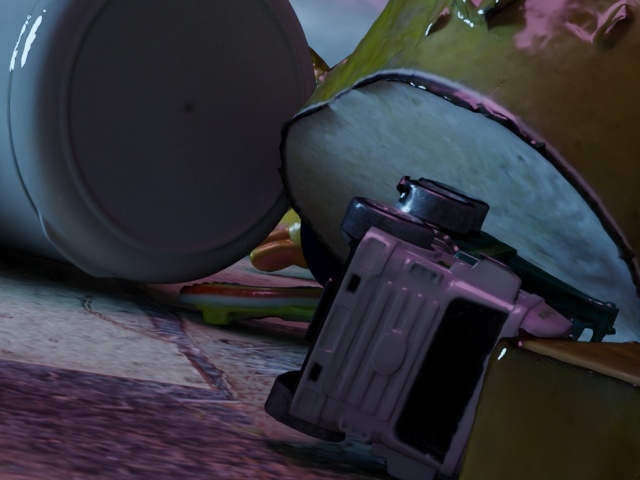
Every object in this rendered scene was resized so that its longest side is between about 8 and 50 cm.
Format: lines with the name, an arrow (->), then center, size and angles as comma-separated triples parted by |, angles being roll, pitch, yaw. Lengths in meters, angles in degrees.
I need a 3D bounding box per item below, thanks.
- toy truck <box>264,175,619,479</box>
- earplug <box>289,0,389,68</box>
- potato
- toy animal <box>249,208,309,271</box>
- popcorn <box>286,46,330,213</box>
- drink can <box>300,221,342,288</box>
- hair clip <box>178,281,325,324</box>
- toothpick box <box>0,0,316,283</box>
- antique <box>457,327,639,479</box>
toy truck -> 0.064, 0.043, 0.740 | 0.116, 0.110, 0.216 | 24, 7, 11
earplug -> 0.109, -0.124, 1.683 | 0.394, 0.313, 0.312 | 16, 6, 17
potato -> 0.126, -0.057, 0.930 | 0.246, 0.196, 0.299 | 47, -22, -7
toy animal -> 0.003, 0.001, 1.353 | 0.159, 0.070, 0.083 | -2, 47, -52
popcorn -> -0.054, -0.081, 1.453 | 0.197, 0.198, 0.155 | 9, -24, -28
drink can -> 0.082, 0.003, 1.175 | 0.118, 0.118, 0.205 | 8, 6, -36
hair clip -> 0.003, 0.046, 0.976 | 0.188, 0.033, 0.060 | 12, 5, 12
toothpick box -> -0.181, -0.097, 1.077 | 0.229, 0.229, 0.316 | 7, 1, -41
antique -> 0.166, 0.085, 0.574 | 0.093, 0.087, 0.310 | 17, 7, 37
